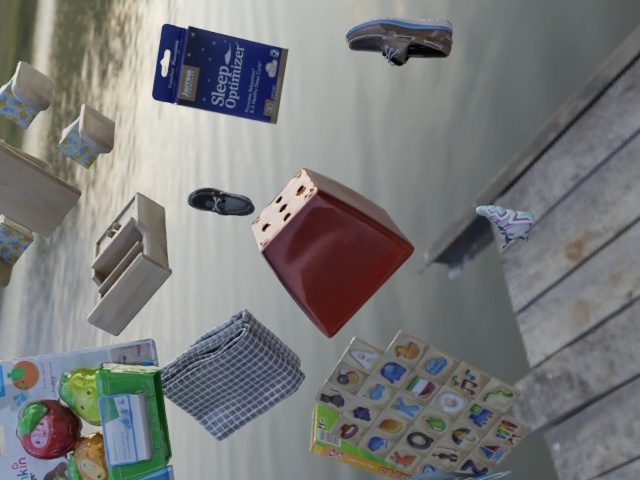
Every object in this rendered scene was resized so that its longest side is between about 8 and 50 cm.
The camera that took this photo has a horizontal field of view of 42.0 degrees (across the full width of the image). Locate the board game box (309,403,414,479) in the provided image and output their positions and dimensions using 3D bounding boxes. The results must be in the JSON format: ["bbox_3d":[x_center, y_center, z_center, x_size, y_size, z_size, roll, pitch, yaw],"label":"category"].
[{"bbox_3d":[0.106,0.414,1.671,0.124,0.259,0.039,-85,15,-65],"label":"board game box"}]

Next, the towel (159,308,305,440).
[{"bbox_3d":[-0.209,0.318,1.925,0.283,0.235,0.121,-35,38,12],"label":"towel"}]

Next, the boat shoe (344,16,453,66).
[{"bbox_3d":[0.132,-0.334,1.406,0.066,0.183,0.066,67,-159,-70],"label":"boat shoe"}]

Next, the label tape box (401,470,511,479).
[{"bbox_3d":[0.046,0.299,0.777,0.334,0.240,0.106,95,158,-75],"label":"label tape box"}]

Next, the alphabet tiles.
[{"bbox_3d":[0.173,0.301,1.451,0.285,0.342,0.011,-61,3,35],"label":"alphabet tiles"}]

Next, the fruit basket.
[{"bbox_3d":[-0.478,0.377,1.636,0.165,0.353,0.327,163,100,-81],"label":"fruit basket"}]

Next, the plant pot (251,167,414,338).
[{"bbox_3d":[0.000,0.000,1.811,0.267,0.235,0.267,-47,22,8],"label":"plant pot"}]

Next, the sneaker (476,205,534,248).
[{"bbox_3d":[0.309,-0.021,1.416,0.038,0.098,0.069,15,-94,-82],"label":"sneaker"}]

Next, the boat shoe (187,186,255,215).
[{"bbox_3d":[-0.179,-0.066,1.508,0.038,0.125,0.046,38,114,56],"label":"boat shoe"}]

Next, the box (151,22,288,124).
[{"bbox_3d":[-0.172,-0.289,1.449,0.036,0.225,0.137,-161,79,-65],"label":"box"}]

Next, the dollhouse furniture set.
[{"bbox_3d":[-0.485,-0.040,1.512,0.362,0.394,0.256,-47,30,17],"label":"dollhouse furniture set"}]
